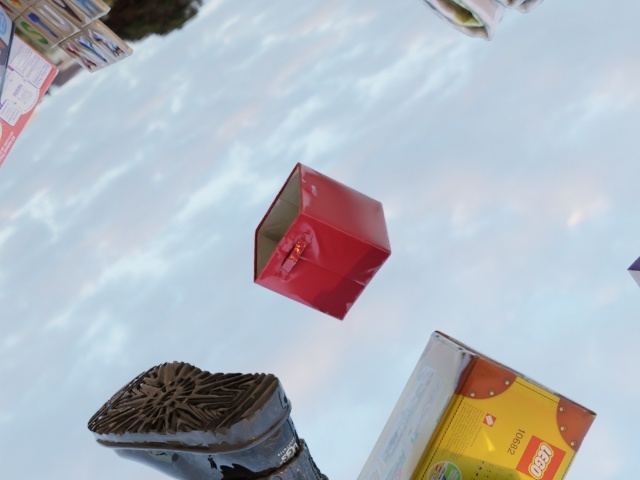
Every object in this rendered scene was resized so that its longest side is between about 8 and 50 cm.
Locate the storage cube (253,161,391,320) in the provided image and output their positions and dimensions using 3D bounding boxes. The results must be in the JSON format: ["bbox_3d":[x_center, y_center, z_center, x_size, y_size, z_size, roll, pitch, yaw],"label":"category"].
[{"bbox_3d":[0.000,0.000,1.751,0.183,0.193,0.215,-56,-161,26],"label":"storage cube"}]

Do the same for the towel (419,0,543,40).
[{"bbox_3d":[0.067,-0.370,0.655,0.090,0.320,0.374,-14,-129,46],"label":"towel"}]

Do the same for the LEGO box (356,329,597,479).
[{"bbox_3d":[0.172,0.413,1.425,0.500,0.193,0.372,-63,-178,-1],"label":"LEGO box"}]

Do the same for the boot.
[{"bbox_3d":[-0.114,0.287,1.090,0.348,0.260,0.131,-3,-150,49],"label":"boot"}]

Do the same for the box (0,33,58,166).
[{"bbox_3d":[-0.528,-0.167,1.335,0.142,0.154,0.299,-17,-135,44],"label":"box"}]

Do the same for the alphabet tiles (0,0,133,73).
[{"bbox_3d":[-0.377,-0.320,1.083,0.011,0.342,0.285,-57,-154,-15],"label":"alphabet tiles"}]

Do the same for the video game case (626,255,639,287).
[{"bbox_3d":[0.616,0.047,1.376,0.269,0.244,0.061,-42,-166,-16],"label":"video game case"}]

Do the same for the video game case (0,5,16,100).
[{"bbox_3d":[-0.387,-0.167,0.913,0.035,0.248,0.274,1,-111,7],"label":"video game case"}]
